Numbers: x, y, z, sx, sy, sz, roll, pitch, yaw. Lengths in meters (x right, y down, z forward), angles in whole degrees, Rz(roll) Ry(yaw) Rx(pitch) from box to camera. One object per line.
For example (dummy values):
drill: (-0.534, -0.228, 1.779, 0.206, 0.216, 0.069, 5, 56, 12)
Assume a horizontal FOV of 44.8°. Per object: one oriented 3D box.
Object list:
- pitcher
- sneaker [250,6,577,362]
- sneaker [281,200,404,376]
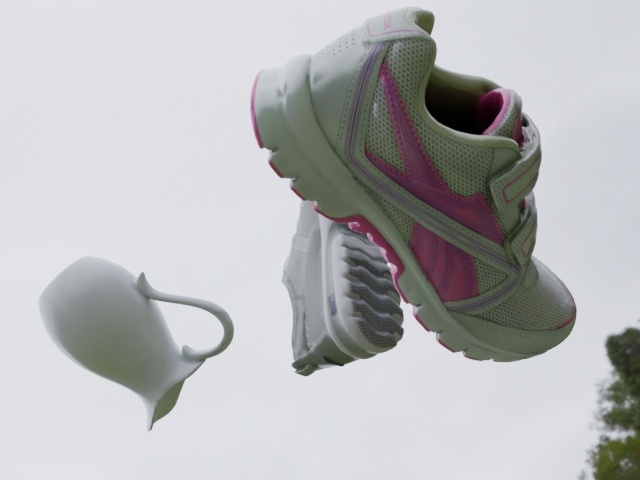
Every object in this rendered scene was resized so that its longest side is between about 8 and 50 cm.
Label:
pitcher: (-0.223, 0.101, 0.947, 0.178, 0.207, 0.125, -46, -2, 8)
sneaker: (0.082, -0.025, 0.438, 0.111, 0.103, 0.252, -33, -59, 28)
sneaker: (0.000, 0.000, 0.752, 0.115, 0.281, 0.105, -34, -53, 30)
